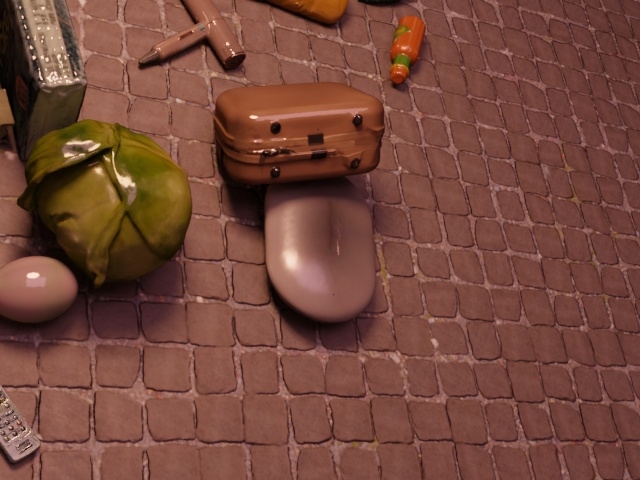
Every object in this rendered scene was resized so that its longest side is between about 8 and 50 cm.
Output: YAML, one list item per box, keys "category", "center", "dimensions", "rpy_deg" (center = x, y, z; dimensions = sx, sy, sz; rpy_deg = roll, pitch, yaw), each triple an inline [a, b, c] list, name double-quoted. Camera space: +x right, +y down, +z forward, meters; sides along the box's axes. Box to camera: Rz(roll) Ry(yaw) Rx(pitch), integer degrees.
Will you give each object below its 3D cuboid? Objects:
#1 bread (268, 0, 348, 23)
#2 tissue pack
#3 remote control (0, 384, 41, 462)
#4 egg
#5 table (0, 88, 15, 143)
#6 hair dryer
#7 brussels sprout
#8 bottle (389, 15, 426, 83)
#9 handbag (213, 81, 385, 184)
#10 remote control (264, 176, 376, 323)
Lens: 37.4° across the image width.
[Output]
- category: "bread"
  center: [-0.079, -0.574, 2.055]
  dimensions: [0.305, 0.091, 0.142]
  rpy_deg: [13, 51, -25]
- category: "tissue pack"
  center: [-0.478, -0.323, 1.575]
  dimensions: [0.103, 0.228, 0.316]
  rpy_deg: [-9, 68, -30]
- category: "remote control"
  center: [-0.460, 0.263, 1.374]
  dimensions: [0.053, 0.018, 0.124]
  rpy_deg: [-31, 81, -40]
- category: "egg"
  center: [-0.438, 0.075, 1.443]
  dimensions: [0.135, 0.103, 0.103]
  rpy_deg: [-5, 65, -31]
- category: "table"
  center: [-0.560, -0.204, 1.563]
  dimensions: [0.083, 0.062, 0.079]
  rpy_deg: [-8, 67, -34]
- category: "hair dryer"
  center: [-0.285, -0.410, 1.867]
  dimensions: [0.220, 0.054, 0.195]
  rpy_deg: [-23, 75, -31]
- category: "brussels sprout"
  center: [-0.338, -0.062, 1.503]
  dimensions: [0.259, 0.227, 0.294]
  rpy_deg: [56, 23, 11]
- category: "bottle"
  center: [0.192, -0.427, 2.138]
  dimensions: [0.069, 0.069, 0.187]
  rpy_deg: [27, 52, -15]
- category: "handbag"
  center: [-0.056, -0.214, 1.769]
  dimensions: [0.301, 0.149, 0.283]
  rpy_deg: [-9, 27, -21]
- category: "remote control"
  center: [0.000, 0.000, 1.745]
  dimensions: [0.221, 0.103, 0.332]
  rpy_deg: [12, 54, -22]
